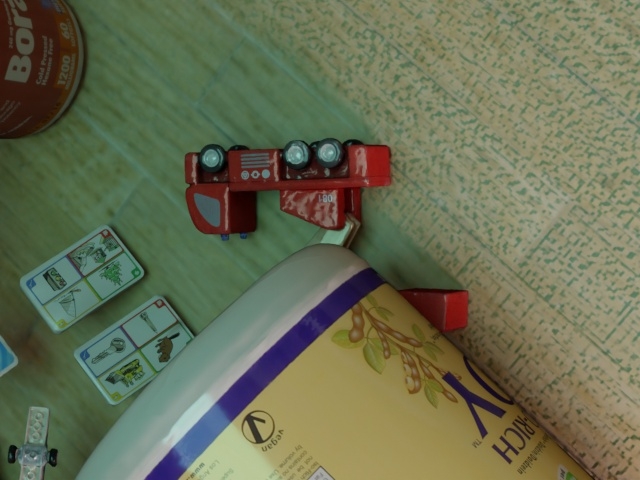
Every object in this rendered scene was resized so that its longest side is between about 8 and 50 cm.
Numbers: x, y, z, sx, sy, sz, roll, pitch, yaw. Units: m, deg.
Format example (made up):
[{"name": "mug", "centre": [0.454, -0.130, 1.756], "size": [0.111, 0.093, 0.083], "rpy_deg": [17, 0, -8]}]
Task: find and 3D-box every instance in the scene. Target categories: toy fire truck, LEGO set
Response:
[{"name": "toy fire truck", "centre": [0.000, 0.000, 1.087], "size": [0.192, 0.047, 0.135], "rpy_deg": [-2, 91, 23]}, {"name": "LEGO set", "centre": [-0.195, 0.129, 1.128], "size": [0.244, 0.060, 0.182], "rpy_deg": [-36, 75, -18]}]

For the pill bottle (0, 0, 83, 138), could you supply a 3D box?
[{"name": "pill bottle", "centre": [-0.264, -0.133, 1.104], "size": [0.121, 0.216, 0.121], "rpy_deg": [0, 91, 23]}]

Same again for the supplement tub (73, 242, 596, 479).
[{"name": "supplement tub", "centre": [0.042, 0.191, 0.954], "size": [0.331, 0.241, 0.241], "rpy_deg": [43, 106, 7]}]
